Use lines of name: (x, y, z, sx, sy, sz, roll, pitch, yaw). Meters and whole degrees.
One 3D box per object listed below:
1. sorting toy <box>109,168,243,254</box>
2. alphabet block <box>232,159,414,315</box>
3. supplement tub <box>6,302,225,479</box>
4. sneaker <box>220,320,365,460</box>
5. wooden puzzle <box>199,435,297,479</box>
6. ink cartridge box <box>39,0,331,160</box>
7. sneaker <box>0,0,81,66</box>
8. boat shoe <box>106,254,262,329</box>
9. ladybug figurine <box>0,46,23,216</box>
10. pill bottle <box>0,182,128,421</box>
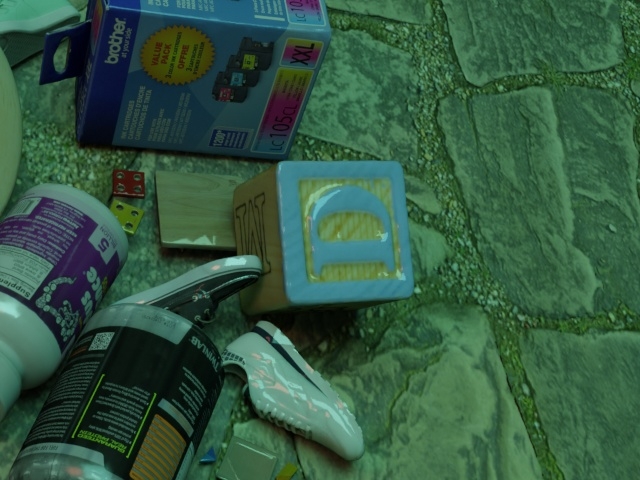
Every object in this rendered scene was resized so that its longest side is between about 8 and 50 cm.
sorting toy: (-0.185, -0.034, 1.848, 0.274, 0.046, 0.132, 3, 53, -19)
alphabet block: (0.000, 0.000, 1.751, 0.192, 0.197, 0.194, 0, 82, -23)
supplement tub: (-0.248, 0.246, 1.507, 0.193, 0.194, 0.316, 23, 48, -2)
sneaker: (-0.038, 0.218, 1.693, 0.095, 0.090, 0.235, -37, 68, -24)
wooden puzzle: (-0.094, 0.295, 1.646, 0.116, 0.014, 0.078, 29, 45, 3)
ink cartridge box: (-0.213, -0.273, 1.878, 0.395, 0.270, 0.151, 5, 47, -17)
sneaker: (-0.503, -0.346, 1.932, 0.151, 0.094, 0.256, 43, 36, 8)
boat shoe: (-0.179, 0.090, 1.690, 0.228, 0.080, 0.076, -20, 72, 1)
ladybug figurine: (-0.556, -0.136, 1.683, 0.305, 0.162, 0.449, 7, 62, -18)
pill bottle: (-0.379, 0.081, 1.604, 0.169, 0.169, 0.301, 26, 50, 1)
